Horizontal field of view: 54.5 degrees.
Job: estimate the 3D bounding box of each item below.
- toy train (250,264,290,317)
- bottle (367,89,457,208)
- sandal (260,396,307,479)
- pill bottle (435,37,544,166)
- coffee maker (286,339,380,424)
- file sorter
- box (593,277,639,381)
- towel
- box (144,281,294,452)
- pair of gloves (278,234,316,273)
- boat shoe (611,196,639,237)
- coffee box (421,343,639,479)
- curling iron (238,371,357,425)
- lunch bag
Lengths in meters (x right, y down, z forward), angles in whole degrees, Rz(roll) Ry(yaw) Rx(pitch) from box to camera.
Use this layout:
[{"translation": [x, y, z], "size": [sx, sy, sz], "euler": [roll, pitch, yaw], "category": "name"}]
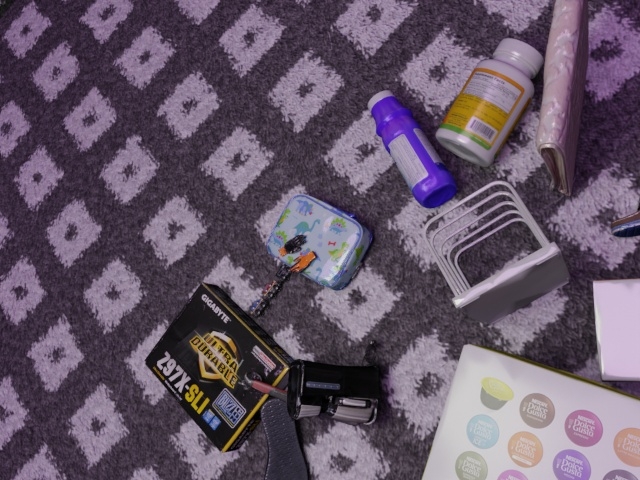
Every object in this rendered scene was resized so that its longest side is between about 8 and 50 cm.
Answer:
[{"translation": [-0.119, 0.120, 1.501], "size": [0.036, 0.027, 0.158], "euler": [38, 95, 30], "category": "toy train"}, {"translation": [0.196, -0.207, 1.379], "size": [0.092, 0.118, 0.283], "euler": [-33, 68, 15], "category": "bottle"}, {"translation": [-0.082, 0.475, 1.383], "size": [0.097, 0.054, 0.254], "euler": [-3, 84, -10], "category": "sandal"}, {"translation": [0.362, -0.292, 1.312], "size": [0.136, 0.136, 0.246], "euler": [32, 92, 27], "category": "pill bottle"}, {"translation": [0.024, 0.296, 1.309], "size": [0.120, 0.178, 0.171], "euler": [121, 154, -49], "category": "coffee maker"}, {"translation": [0.332, 0.029, 1.177], "size": [0.193, 0.277, 0.173], "euler": [-33, 65, 15], "category": "file sorter"}, {"translation": [0.648, 0.154, 1.039], "size": [0.345, 0.215, 0.168], "euler": [-5, 76, 23], "category": "box"}, {"translation": [0.458, -0.280, 1.166], "size": [0.053, 0.317, 0.332], "euler": [6, 80, 25], "category": "towel"}, {"translation": [-0.241, 0.298, 1.490], "size": [0.322, 0.079, 0.257], "euler": [40, 98, 26], "category": "box"}, {"translation": [-0.052, 0.031, 1.399], "size": [0.074, 0.010, 0.083], "euler": [-37, 62, 14], "category": "pair of gloves"}, {"translation": [0.637, -0.060, 1.180], "size": [0.183, 0.066, 0.066], "euler": [-19, 66, 9], "category": "boat shoe"}, {"translation": [0.389, 0.387, 1.019], "size": [0.337, 0.338, 0.334], "euler": [16, 85, 33], "category": "coffee box"}, {"translation": [-0.046, 0.344, 1.351], "size": [0.274, 0.068, 0.035], "euler": [20, 93, 0], "category": "curling iron"}, {"translation": [0.000, 0.000, 1.438], "size": [0.219, 0.090, 0.176], "euler": [29, 93, 27], "category": "lunch bag"}]
